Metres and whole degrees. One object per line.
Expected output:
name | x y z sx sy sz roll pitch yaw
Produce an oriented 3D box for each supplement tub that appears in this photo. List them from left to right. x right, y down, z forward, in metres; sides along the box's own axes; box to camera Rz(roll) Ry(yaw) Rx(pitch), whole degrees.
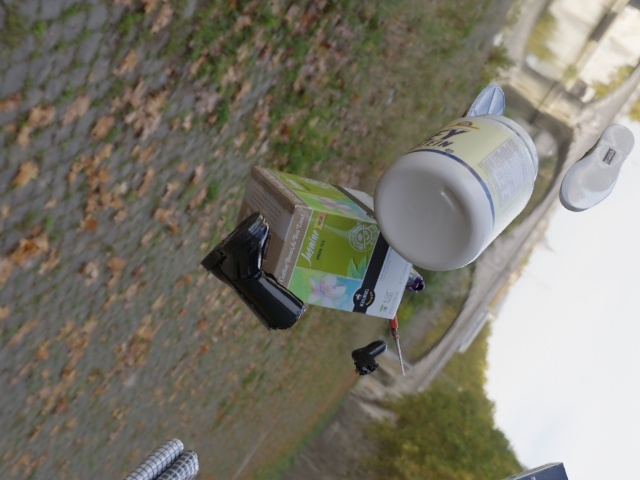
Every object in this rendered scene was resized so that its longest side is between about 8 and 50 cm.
supplement tub | 0.275 -0.106 1.671 0.325 0.235 0.235 -37 162 -48

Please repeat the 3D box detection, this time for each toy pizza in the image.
toy pizza | 0.357 -0.260 1.939 0.201 0.032 0.201 -38 142 -39

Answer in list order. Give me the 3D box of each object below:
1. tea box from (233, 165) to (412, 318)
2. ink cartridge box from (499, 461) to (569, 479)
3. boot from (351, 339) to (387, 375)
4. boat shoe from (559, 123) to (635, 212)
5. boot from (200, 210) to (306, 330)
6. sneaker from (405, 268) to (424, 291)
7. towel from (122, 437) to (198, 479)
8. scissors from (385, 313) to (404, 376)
tea box | 0.000 0.000 1.977 0.329 0.323 0.220 43 -62 61
ink cartridge box | 0.412 0.542 1.612 0.208 0.206 0.045 -6 164 -35
boot | 0.150 0.347 2.521 0.121 0.045 0.099 -19 -156 -4
boat shoe | 0.634 -0.154 2.000 0.301 0.108 0.102 -50 171 -32
boot | -0.102 0.066 1.605 0.094 0.207 0.246 -51 -171 -32
sneaker | 0.232 0.118 2.315 0.083 0.098 0.224 -55 169 -6
towel | -0.419 0.624 1.998 0.284 0.121 0.235 -58 171 32
scissors | 0.202 0.246 2.332 0.297 0.021 0.109 -97 -173 -64
